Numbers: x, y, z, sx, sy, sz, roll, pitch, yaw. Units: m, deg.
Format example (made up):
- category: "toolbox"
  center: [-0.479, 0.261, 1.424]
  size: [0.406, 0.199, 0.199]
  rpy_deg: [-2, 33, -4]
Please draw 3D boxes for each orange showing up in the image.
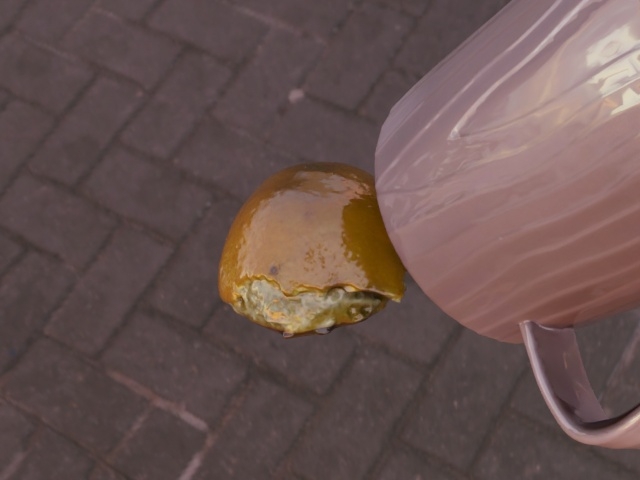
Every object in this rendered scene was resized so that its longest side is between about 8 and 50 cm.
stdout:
- category: "orange"
  center: [0.000, 0.000, 0.856]
  size: [0.160, 0.112, 0.170]
  rpy_deg: [-12, 8, -31]

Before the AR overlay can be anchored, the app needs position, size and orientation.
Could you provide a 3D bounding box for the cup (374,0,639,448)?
- category: "cup"
  center: [0.199, -0.041, 0.728]
  size: [0.208, 0.273, 0.288]
  rpy_deg: [-21, 82, -39]
